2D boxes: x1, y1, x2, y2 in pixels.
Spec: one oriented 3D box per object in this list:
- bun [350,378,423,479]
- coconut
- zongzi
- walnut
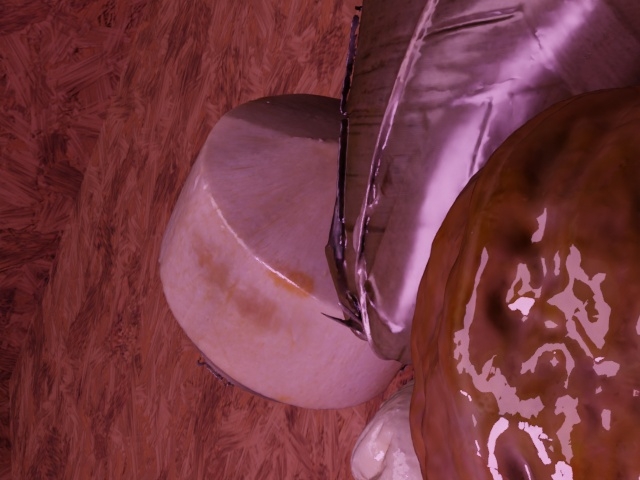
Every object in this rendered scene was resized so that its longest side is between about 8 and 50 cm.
[{"bbox_3d":[0.102,0.242,1.531,0.160,0.259,0.259,-31,35,9],"label":"bun"},{"bbox_3d":[0.000,0.000,1.867,0.323,0.323,0.323,-169,90,-71],"label":"coconut"},{"bbox_3d":[0.180,-0.057,1.521,0.467,0.218,0.500,8,91,64],"label":"zongzi"},{"bbox_3d":[0.205,0.062,1.223,0.306,0.306,0.344,150,132,-65],"label":"walnut"}]
